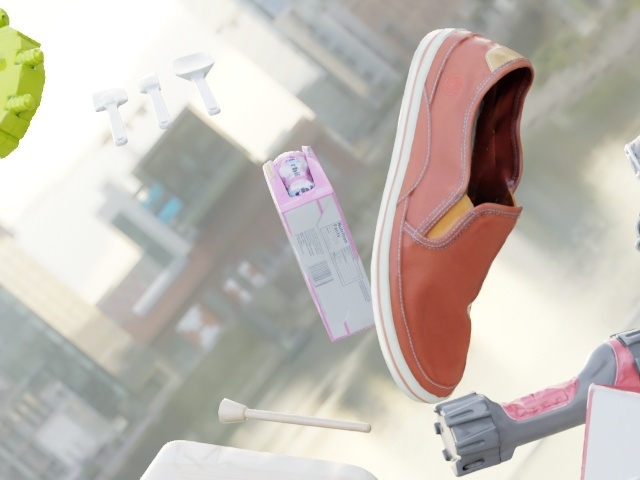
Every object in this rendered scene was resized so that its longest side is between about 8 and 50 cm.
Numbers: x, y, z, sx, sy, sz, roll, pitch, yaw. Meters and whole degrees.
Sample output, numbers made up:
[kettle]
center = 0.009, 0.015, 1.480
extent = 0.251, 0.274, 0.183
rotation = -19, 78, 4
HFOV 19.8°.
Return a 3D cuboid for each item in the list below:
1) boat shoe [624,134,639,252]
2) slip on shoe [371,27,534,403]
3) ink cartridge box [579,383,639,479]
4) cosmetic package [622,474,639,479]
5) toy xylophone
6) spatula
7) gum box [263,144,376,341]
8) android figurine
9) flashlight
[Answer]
[boat shoe]
center = 0.370, -0.015, 1.864
extent = 0.105, 0.113, 0.306
rotation = -29, 43, 19
[slip on shoe]
center = 0.120, -0.017, 1.597
extent = 0.123, 0.101, 0.331
rotation = 0, -80, -53
[ink cartridge box]
center = 0.503, 0.324, 2.190
extent = 0.160, 0.384, 0.279
rotation = 4, 89, 60
[cosmetic package]
center = 0.302, 0.377, 1.391
extent = 0.329, 0.394, 0.327
rotation = -11, -17, -38
[toy xylophone]
center = -0.061, 0.279, 2.002
extent = 0.236, 0.322, 0.081
rotation = -46, -42, -48
[spatula]
center = -0.205, -0.182, 2.325
extent = 0.168, 0.019, 0.242
rotation = -17, 23, -5
[gum box]
center = 0.000, 0.000, 1.970
extent = 0.062, 0.188, 0.107
rotation = -22, 32, -2
[android figurine]
center = -0.439, -0.176, 2.289
extent = 0.273, 0.056, 0.248
rotation = -8, 63, 42
[flashlight]
center = 0.292, 0.197, 2.332
extent = 0.304, 0.103, 0.103
rotation = -16, 32, -14
